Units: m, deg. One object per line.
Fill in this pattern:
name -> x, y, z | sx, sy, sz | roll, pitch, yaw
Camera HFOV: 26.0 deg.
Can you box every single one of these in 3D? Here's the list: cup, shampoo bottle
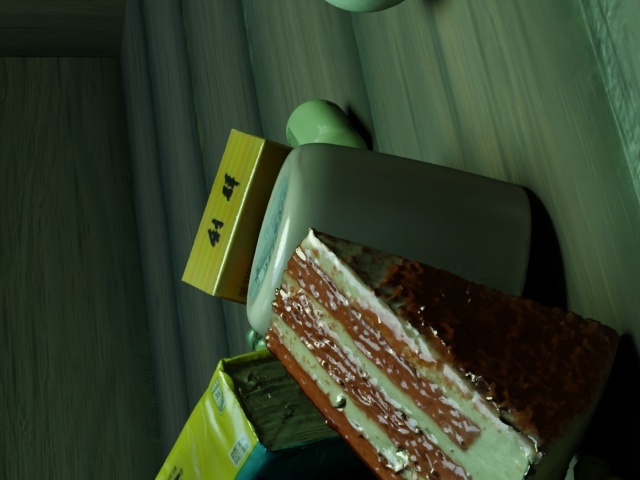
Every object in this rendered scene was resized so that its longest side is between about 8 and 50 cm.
cup -> 0.042, 0.040, 1.200 | 0.253, 0.200, 0.192 | 113, 168, -46
shampoo bottle -> 0.013, -0.107, 1.643 | 0.162, 0.079, 0.079 | -120, 31, -61

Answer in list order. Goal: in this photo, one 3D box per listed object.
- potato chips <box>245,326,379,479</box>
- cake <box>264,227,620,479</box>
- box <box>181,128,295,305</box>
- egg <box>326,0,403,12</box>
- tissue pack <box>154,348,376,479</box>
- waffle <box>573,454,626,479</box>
potato chips -> 0.028, 0.152, 1.554 | 0.373, 0.097, 0.389 | -41, 47, 50
cake -> 0.101, 0.088, 1.051 | 0.262, 0.159, 0.158 | 46, 139, 27
box -> 0.000, 0.000, 1.320 | 0.070, 0.237, 0.152 | 21, 94, 51
egg -> 0.048, -0.312, 1.334 | 0.209, 0.151, 0.151 | 102, 161, -59
tissue pack -> -0.050, 0.222, 1.400 | 0.134, 0.192, 0.271 | 61, 139, 31
waffle -> 0.212, 0.300, 0.977 | 0.291, 0.051, 0.291 | 180, 90, -76
